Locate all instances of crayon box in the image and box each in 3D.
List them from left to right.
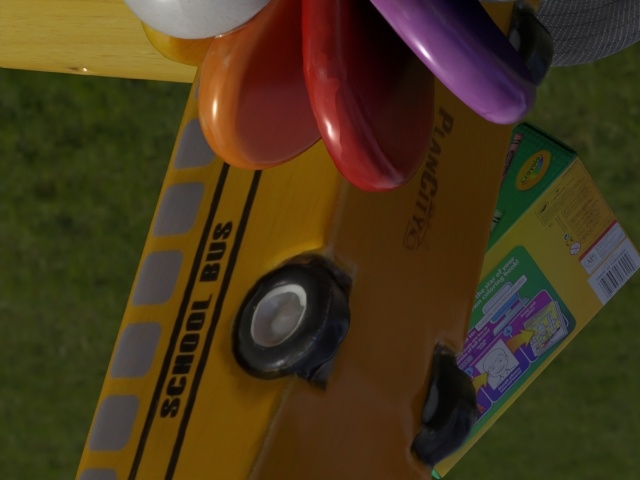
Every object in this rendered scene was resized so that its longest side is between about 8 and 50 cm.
[{"bbox_3d":[0.141,0.054,1.700,0.278,0.081,0.165,-46,133,-7],"label":"crayon box"}]

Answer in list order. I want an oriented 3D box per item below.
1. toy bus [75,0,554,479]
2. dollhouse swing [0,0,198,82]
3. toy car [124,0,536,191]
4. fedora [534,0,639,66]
[{"bbox_3d":[0.000,0.000,0.845,0.130,0.332,0.108,-7,148,40],"label":"toy bus"},{"bbox_3d":[-0.142,-0.275,1.096,0.315,0.305,0.347,5,172,12],"label":"dollhouse swing"},{"bbox_3d":[0.025,-0.091,0.691,0.182,0.136,0.159,-33,155,19],"label":"toy car"},{"bbox_3d":[0.141,-0.251,1.105,0.244,0.124,0.275,22,125,10],"label":"fedora"}]
